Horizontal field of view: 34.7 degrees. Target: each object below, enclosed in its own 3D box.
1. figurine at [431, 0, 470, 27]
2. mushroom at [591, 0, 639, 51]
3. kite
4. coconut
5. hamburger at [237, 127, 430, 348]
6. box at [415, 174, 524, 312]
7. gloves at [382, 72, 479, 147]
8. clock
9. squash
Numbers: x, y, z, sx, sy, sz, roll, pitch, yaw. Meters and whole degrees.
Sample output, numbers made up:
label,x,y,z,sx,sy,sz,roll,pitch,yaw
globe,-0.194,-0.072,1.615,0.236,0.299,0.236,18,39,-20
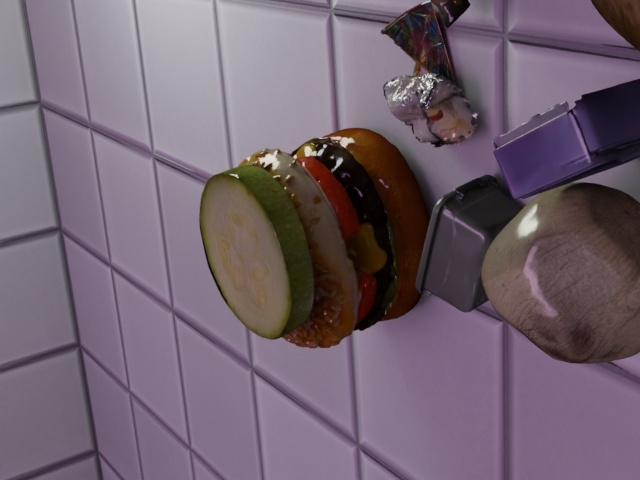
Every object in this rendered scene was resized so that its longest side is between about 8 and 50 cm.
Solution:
label,x,y,z,sx,sy,sz,roll,pitch,yaw
figurine,0.157,-0.389,1.224,0.192,0.167,0.257,53,169,10
mushroom,0.324,-0.239,0.898,0.397,0.314,0.224,43,135,50
kite,0.144,-0.271,1.451,0.190,0.010,0.159,50,144,36
coconut,0.294,0.046,1.168,0.224,0.224,0.224,34,132,48
hamburger,0.000,0.000,1.585,0.330,0.250,0.329,34,131,50
box,0.209,0.012,1.379,0.093,0.124,0.172,37,137,32
gloves,0.150,-0.181,1.416,0.114,0.070,0.153,47,164,-25
clock,0.297,-0.114,1.085,0.145,0.193,0.073,-29,81,60
squash,-0.095,0.019,1.462,0.252,0.049,0.252,35,136,44
